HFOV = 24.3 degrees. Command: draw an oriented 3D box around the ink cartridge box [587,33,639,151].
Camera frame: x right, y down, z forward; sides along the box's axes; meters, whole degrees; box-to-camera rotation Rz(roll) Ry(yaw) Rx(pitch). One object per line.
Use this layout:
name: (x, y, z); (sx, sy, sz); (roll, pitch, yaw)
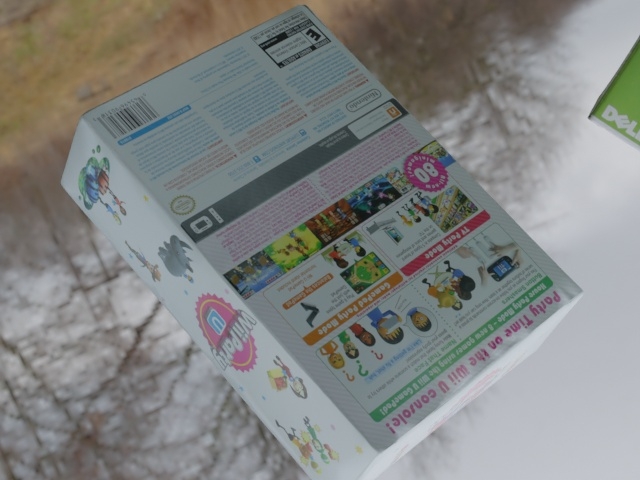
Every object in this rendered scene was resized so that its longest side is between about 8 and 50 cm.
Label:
ink cartridge box: (0.285, -0.074, 1.028); (0.097, 0.189, 0.255); (-58, 170, 15)

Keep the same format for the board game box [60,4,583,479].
board game box: (0.000, 0.000, 1.046); (0.224, 0.303, 0.097); (-32, 163, -35)
